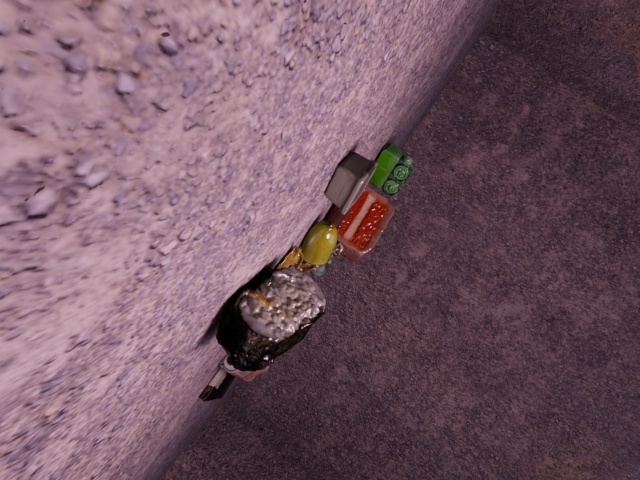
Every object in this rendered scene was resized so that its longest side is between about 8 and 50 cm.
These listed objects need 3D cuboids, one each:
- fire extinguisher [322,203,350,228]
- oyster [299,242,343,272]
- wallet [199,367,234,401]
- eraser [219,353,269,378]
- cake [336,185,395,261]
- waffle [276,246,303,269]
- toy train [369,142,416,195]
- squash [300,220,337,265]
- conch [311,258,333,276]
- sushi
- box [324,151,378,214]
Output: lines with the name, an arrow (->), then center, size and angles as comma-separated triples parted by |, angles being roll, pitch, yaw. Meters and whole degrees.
fire extinguisher -> 0.078, -0.117, 1.619 | 0.089, 0.072, 0.268 | -12, 142, -51
oyster -> -0.029, 0.079, 1.671 | 0.222, 0.083, 0.214 | -31, 176, 29
wallet -> -0.430, 0.614, 1.824 | 0.221, 0.071, 0.262 | -53, 168, -10
eraser -> -0.311, 0.525, 1.717 | 0.171, 0.087, 0.290 | -28, 155, -10
cake -> 0.164, -0.079, 1.834 | 0.309, 0.237, 0.230 | -56, 179, -12
waffle -> -0.153, 0.157, 1.357 | 0.309, 0.065, 0.283 | -58, 175, 22
toy train -> 0.351, -0.348, 2.010 | 0.132, 0.188, 0.243 | -48, 171, -45
squash -> 0.000, 0.000, 1.472 | 0.123, 0.123, 0.187 | -50, 170, -43
conch -> -0.003, 0.125, 2.276 | 0.176, 0.121, 0.188 | 86, 28, -42
sushi -> -0.133, 0.204, 1.091 | 0.171, 0.211, 0.350 | -52, 172, 31
box -> 0.086, -0.177, 1.203 | 0.124, 0.092, 0.172 | -50, 173, -39
